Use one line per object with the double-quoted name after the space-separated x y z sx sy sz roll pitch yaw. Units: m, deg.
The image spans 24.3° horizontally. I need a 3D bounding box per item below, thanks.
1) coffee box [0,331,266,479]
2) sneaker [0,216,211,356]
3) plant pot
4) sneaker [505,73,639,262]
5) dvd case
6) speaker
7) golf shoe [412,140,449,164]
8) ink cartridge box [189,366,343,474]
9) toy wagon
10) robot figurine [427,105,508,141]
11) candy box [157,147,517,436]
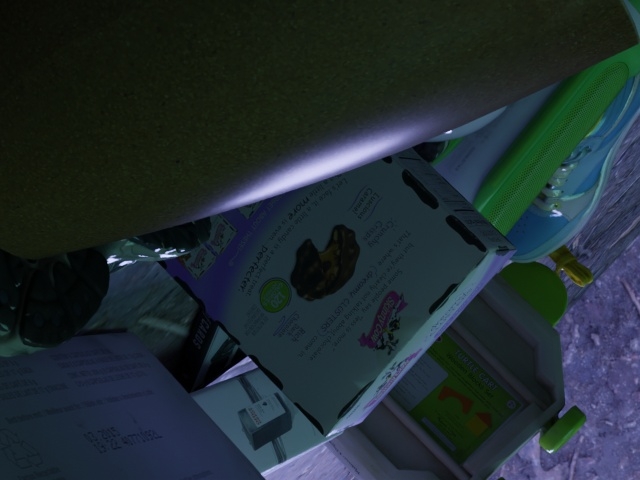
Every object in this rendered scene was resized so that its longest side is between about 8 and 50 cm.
-0.193 0.299 0.978 0.334 0.338 0.337 -48 164 13 "coffee box"
-0.153 -0.016 0.770 0.122 0.110 0.283 -16 -171 22 "sneaker"
-0.044 -0.107 0.589 0.254 0.237 0.237 -34 167 11 "plant pot"
0.210 -0.089 1.435 0.208 0.127 0.319 -29 148 -51 "sneaker"
-0.030 0.022 1.269 0.179 0.029 0.239 -33 160 -36 "dvd case"
0.144 -0.093 1.189 0.296 0.131 0.131 -50 166 -11 "speaker"
0.105 -0.173 1.031 0.120 0.105 0.273 -52 179 -40 "golf shoe"
-0.102 0.185 1.315 0.158 0.092 0.218 -32 170 27 "ink cartridge box"
0.151 0.125 1.553 0.344 0.267 0.068 -38 164 -26 "toy wagon"
0.090 -0.183 0.793 0.278 0.173 0.209 -46 162 4 "robot figurine"
0.000 0.000 0.974 0.165 0.196 0.070 -49 164 16 "candy box"
